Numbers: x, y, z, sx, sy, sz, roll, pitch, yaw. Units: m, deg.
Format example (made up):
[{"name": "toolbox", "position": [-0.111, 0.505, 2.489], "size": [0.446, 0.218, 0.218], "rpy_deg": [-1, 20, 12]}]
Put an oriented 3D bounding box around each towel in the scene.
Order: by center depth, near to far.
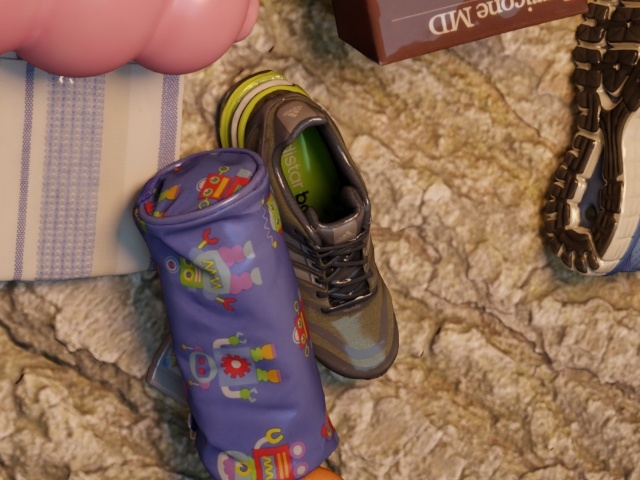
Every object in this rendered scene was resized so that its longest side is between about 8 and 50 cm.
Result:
[{"name": "towel", "position": [-0.246, -0.067, 1.572], "size": [0.285, 0.034, 0.209], "rpy_deg": [-3, 105, -30]}]

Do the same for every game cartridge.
[{"name": "game cartridge", "position": [-0.118, 0.104, 1.701], "size": [0.056, 0.017, 0.083], "rpy_deg": [35, 89, -22]}]

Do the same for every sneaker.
[{"name": "sneaker", "position": [0.000, 0.000, 1.663], "size": [0.111, 0.121, 0.300], "rpy_deg": [-29, 113, -13]}, {"name": "sneaker", "position": [0.319, -0.126, 1.778], "size": [0.147, 0.130, 0.330], "rpy_deg": [5, 105, -38]}]

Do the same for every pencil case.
[{"name": "pencil case", "position": [-0.076, 0.074, 1.630], "size": [0.133, 0.119, 0.306], "rpy_deg": [-7, 117, 12]}]

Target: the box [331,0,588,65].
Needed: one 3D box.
[{"name": "box", "position": [0.081, -0.353, 1.529], "size": [0.191, 0.143, 0.381], "rpy_deg": [-16, 111, -9]}]

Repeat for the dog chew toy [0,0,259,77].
[{"name": "dog chew toy", "position": [-0.203, -0.220, 1.473], "size": [0.332, 0.206, 0.206], "rpy_deg": [14, 98, -25]}]

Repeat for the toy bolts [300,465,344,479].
[{"name": "toy bolts", "position": [0.030, 0.316, 1.737], "size": [0.228, 0.158, 0.218], "rpy_deg": [8, 100, -24]}]
